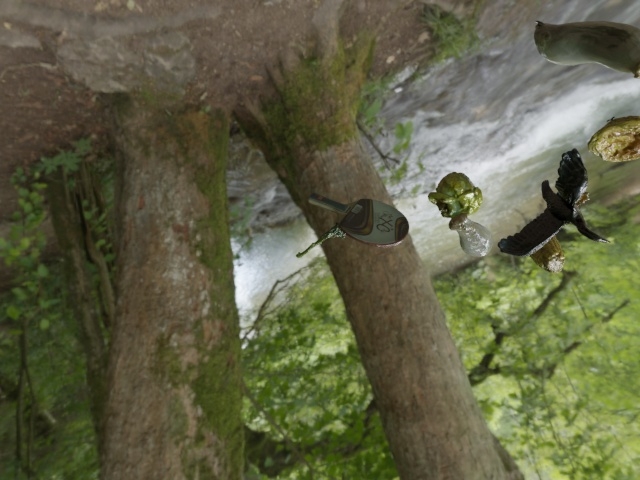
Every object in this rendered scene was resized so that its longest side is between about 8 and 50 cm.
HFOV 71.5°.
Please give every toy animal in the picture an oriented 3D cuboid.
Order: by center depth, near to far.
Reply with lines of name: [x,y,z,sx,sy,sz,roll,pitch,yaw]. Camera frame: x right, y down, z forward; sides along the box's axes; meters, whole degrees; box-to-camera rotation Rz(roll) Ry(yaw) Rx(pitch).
toy animal: [0.569,-0.072,1.009,0.160,0.197,0.272,-40,153,-45]

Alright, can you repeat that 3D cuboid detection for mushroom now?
mushroom: [0.649,-0.466,1.058,0.097,0.351,0.109,25,105,-36]
mushroom: [0.541,-0.019,1.582,0.116,0.093,0.225,-27,142,17]

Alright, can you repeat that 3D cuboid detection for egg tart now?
egg tart: [0.601,-0.206,0.874,0.131,0.052,0.130,10,157,4]

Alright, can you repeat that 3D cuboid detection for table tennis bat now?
table tennis bat: [0.102,-0.070,1.244,0.173,0.301,0.022,-49,155,-37]

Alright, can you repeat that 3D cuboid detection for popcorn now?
popcorn: [0.511,-0.168,1.713,0.213,0.197,0.198,-23,162,-20]

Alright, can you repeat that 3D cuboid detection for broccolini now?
broccolini: [-0.002,-0.001,1.354,0.194,0.054,0.052,-29,166,15]

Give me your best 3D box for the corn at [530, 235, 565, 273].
corn: [0.924,0.027,1.853,0.130,0.130,0.347,-24,-165,20]
